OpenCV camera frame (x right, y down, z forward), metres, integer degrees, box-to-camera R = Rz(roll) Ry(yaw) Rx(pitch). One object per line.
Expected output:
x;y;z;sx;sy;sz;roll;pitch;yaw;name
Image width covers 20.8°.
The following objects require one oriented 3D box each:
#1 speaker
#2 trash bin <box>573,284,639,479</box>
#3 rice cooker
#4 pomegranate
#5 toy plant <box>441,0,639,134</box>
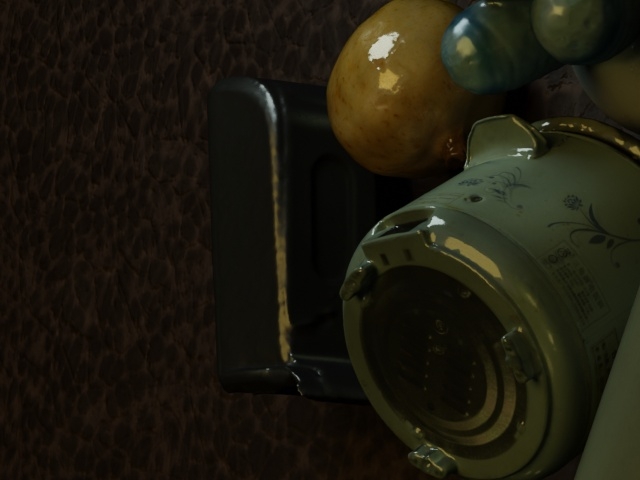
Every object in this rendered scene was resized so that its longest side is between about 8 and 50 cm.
0.000;0.000;1.768;0.184;0.180;0.388;142;129;-58;speaker
0.324;0.151;1.240;0.280;0.280;0.432;37;113;51;trash bin
0.181;0.046;1.449;0.264;0.316;0.317;-18;66;51;rice cooker
0.099;-0.141;1.714;0.196;0.196;0.196;-20;64;49;pomegranate
0.211;-0.219;1.448;0.247;0.332;0.247;-21;64;51;toy plant
